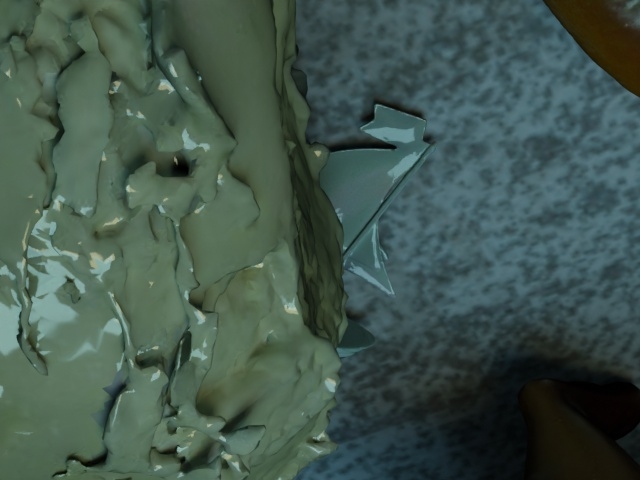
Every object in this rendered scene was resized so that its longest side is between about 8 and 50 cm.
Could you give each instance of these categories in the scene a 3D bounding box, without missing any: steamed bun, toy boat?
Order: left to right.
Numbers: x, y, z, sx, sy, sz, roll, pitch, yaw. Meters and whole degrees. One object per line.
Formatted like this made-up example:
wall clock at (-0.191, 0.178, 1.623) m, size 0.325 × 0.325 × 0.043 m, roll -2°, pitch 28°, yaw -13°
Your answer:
steamed bun at (-0.147, 0.000, 0.618) m, size 0.312 × 0.233 × 0.333 m, roll -12°, pitch 120°, yaw 9°
toy boat at (-0.012, 0.001, 0.764) m, size 0.105 × 0.034 × 0.149 m, roll 8°, pitch 128°, yaw -9°

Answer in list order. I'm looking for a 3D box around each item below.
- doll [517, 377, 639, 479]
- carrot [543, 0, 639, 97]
doll at (0.165, 0.214, 0.837) m, size 0.318 × 0.209 × 0.339 m, roll -19°, pitch 130°, yaw 9°
carrot at (0.095, -0.136, 0.638) m, size 0.067 × 0.067 × 0.225 m, roll -31°, pitch 123°, yaw 21°
